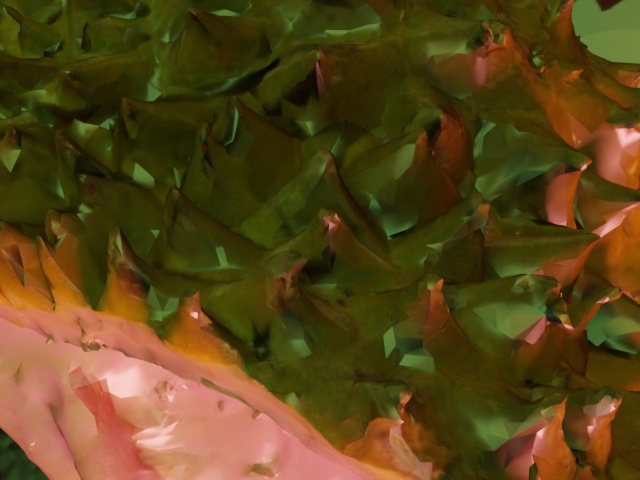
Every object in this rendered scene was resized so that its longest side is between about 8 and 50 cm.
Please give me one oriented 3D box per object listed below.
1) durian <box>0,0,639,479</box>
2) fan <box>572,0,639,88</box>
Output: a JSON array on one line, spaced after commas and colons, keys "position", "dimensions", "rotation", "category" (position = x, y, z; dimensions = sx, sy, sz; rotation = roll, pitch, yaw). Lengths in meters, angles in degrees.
[{"position": [0.014, 0.000, 0.497], "dimensions": [0.305, 0.185, 0.196], "rotation": [40, 66, -1], "category": "durian"}, {"position": [0.118, -0.015, 0.558], "dimensions": [0.220, 0.009, 0.132], "rotation": [23, 88, 13], "category": "fan"}]
